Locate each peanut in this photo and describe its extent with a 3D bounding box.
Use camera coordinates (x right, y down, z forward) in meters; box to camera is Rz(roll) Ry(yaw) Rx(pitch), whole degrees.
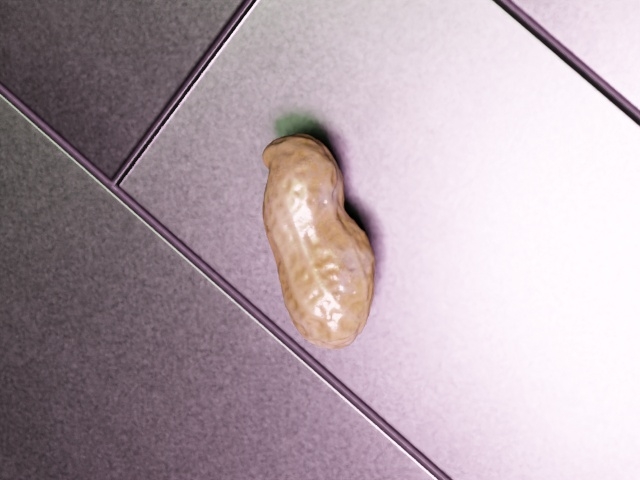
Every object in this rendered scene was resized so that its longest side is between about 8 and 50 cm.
[{"bbox_3d":[0.000,0.000,1.237,0.080,0.080,0.174,-12,98,20],"label":"peanut"}]
